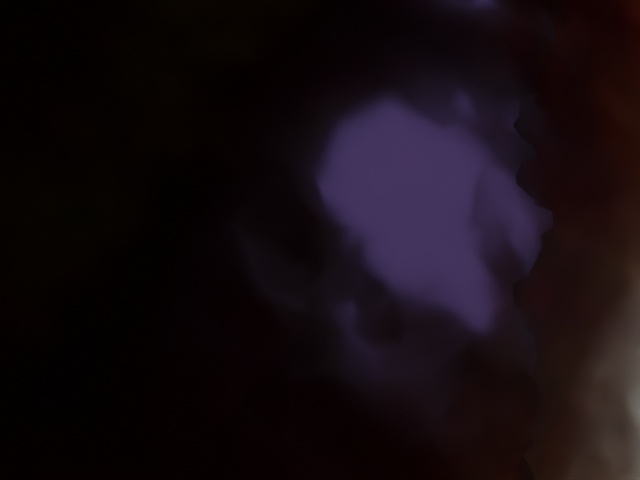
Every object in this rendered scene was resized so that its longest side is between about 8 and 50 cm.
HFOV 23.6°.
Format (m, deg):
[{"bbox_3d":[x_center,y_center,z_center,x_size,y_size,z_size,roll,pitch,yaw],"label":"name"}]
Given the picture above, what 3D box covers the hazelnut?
[{"bbox_3d":[0.000,0.000,0.601,0.402,0.402,0.429,29,48,-27],"label":"hazelnut"}]
